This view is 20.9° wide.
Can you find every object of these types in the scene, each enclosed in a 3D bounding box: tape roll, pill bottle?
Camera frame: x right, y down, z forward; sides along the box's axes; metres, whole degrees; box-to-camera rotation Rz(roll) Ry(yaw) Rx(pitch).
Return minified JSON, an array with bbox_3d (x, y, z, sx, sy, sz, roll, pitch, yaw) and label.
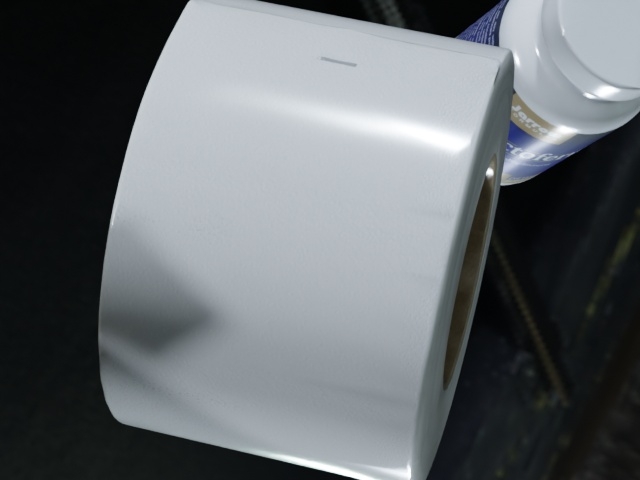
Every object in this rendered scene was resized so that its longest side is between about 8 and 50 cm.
[{"bbox_3d":[0.000,0.000,0.941,0.246,0.169,0.246,13,-90,-81],"label":"tape roll"},{"bbox_3d":[0.206,-0.154,1.551,0.153,0.153,0.265,-53,7,-23],"label":"pill bottle"}]
